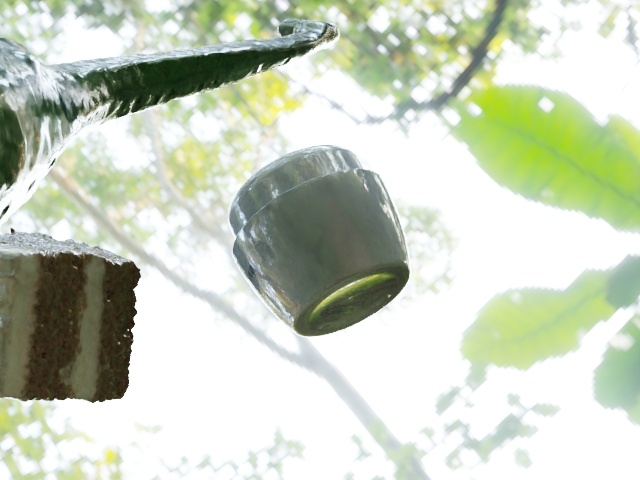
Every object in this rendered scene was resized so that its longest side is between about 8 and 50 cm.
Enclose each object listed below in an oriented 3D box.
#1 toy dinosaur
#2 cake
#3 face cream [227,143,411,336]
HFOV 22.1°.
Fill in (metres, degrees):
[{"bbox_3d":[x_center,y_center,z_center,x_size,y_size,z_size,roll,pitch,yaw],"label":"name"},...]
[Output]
[{"bbox_3d":[-0.098,-0.035,0.650,0.300,0.447,0.087,5,-69,-14],"label":"toy dinosaur"},{"bbox_3d":[-0.239,0.062,1.295,0.147,0.135,0.135,-6,-76,-55],"label":"cake"},{"bbox_3d":[0.000,0.000,1.123,0.117,0.104,0.117,-24,-23,-11],"label":"face cream"}]
